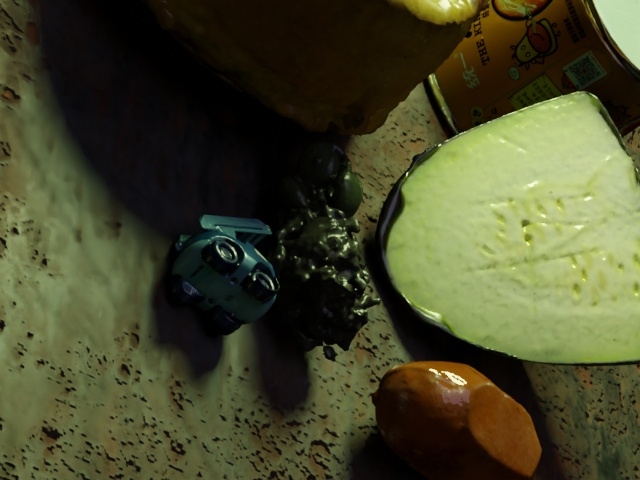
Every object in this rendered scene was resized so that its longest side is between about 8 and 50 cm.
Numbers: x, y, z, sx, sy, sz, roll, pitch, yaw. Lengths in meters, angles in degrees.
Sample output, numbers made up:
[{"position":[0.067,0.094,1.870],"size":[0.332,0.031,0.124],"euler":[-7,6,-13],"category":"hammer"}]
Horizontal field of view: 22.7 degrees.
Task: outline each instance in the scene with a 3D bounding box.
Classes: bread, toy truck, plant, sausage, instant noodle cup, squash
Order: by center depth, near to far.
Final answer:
[{"position":[-0.062,0.013,1.100],"size":[0.073,0.056,0.090],"euler":[39,30,-19],"category":"toy truck"},{"position":[0.000,0.000,1.161],"size":[0.087,0.085,0.174],"euler":[3,59,-4],"category":"plant"},{"position":[0.108,0.144,1.189],"size":[0.179,0.089,0.089],"euler":[34,45,-45],"category":"sausage"},{"position":[-0.001,-0.263,1.219],"size":[0.337,0.204,0.358],"euler":[44,39,-29],"category":"bread"},{"position":[0.170,0.013,1.288],"size":[0.237,0.204,0.155],"euler":[69,15,8],"category":"squash"},{"position":[0.222,-0.167,1.439],"size":[0.216,0.172,0.215],"euler":[27,49,-36],"category":"instant noodle cup"}]
